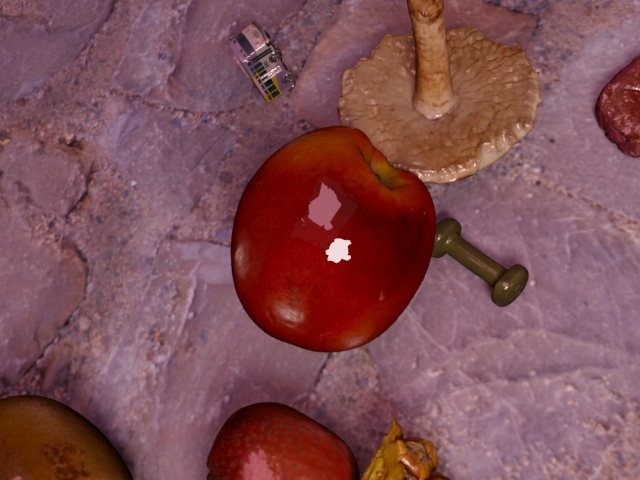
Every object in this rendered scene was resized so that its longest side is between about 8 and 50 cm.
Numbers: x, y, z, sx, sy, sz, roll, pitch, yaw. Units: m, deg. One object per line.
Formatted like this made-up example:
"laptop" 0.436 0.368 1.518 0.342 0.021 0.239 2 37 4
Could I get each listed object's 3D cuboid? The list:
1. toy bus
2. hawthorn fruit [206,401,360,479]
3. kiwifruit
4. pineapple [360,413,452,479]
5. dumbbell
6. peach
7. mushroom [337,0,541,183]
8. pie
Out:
"toy bus" -0.079 -0.236 1.009 0.058 0.102 0.052 -34 60 2
"hawthorn fruit" -0.014 0.248 0.744 0.204 0.162 0.162 11 68 2
"kiwifruit" -0.287 0.276 0.776 0.234 0.196 0.196 37 80 27
"pineapple" 0.101 0.307 0.655 0.249 0.164 0.140 -67 19 7
"dumbbell" 0.172 0.023 0.839 0.052 0.046 0.118 -44 60 -12
"peach" 0.000 0.000 0.812 0.244 0.200 0.243 -10 75 39
"mushroom" 0.101 -0.219 0.854 0.233 0.301 0.208 -46 28 -22
"pie" 0.395 -0.156 0.861 0.154 0.038 0.153 -8 64 16
